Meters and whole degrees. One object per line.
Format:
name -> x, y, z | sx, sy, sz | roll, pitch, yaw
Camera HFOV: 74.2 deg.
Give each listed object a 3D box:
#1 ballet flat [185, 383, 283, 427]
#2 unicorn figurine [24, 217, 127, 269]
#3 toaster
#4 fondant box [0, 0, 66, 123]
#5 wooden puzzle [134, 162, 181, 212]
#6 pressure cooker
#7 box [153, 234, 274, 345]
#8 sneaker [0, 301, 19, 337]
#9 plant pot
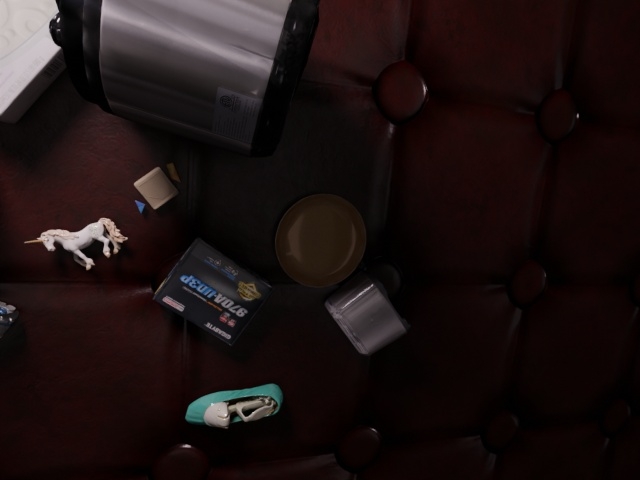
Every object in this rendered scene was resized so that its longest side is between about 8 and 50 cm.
ballet flat -> -0.212, 0.419, 1.054 | 0.247, 0.087, 0.083 | -9, 104, -15
unicorn figurine -> -0.510, 0.006, 0.902 | 0.162, 0.060, 0.111 | -36, 109, -24
toaster -> 0.113, 0.183, 1.084 | 0.146, 0.129, 0.227 | -36, 110, -5
fondant box -> -0.637, -0.412, 0.754 | 0.330, 0.096, 0.238 | 41, 87, -19
wooden puzzle -> -0.363, -0.117, 0.941 | 0.116, 0.014, 0.079 | -31, 104, -9
pressure cooker -> -0.229, -0.366, 0.717 | 0.420, 0.375, 0.370 | 15, 106, -10
box -> -0.248, 0.119, 1.001 | 0.220, 0.051, 0.175 | 38, 89, -20
sneaker -> -0.730, 0.148, 0.855 | 0.190, 0.071, 0.083 | 31, 101, -17
plant pot -> 0.000, 0.000, 1.063 | 0.236, 0.032, 0.237 | -3, 101, -17
